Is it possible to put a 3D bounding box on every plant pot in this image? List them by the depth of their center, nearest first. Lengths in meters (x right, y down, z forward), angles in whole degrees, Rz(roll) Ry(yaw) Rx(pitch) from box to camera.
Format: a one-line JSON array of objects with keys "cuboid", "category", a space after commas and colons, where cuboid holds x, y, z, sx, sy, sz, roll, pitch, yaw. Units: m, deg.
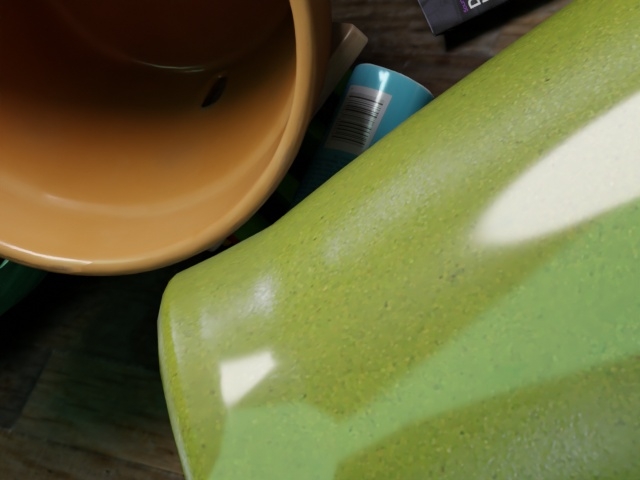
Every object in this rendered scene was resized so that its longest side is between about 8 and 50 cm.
[{"cuboid": [0.145, 0.056, 0.641, 0.353, 0.366, 0.366, -22, 45, 4], "category": "plant pot"}, {"cuboid": [-0.121, -0.152, 1.070, 0.291, 0.291, 0.203, -24, 18, 24], "category": "plant pot"}]

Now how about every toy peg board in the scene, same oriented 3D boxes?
[{"cuboid": [-0.034, -0.054, 1.176, 0.161, 0.079, 0.160, -54, 26, -9], "category": "toy peg board"}]

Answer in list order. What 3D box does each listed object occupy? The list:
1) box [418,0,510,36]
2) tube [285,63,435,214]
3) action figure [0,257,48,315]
[{"cuboid": [0.118, -0.211, 1.139, 0.162, 0.116, 0.029, -25, 1, 25], "category": "box"}, {"cuboid": [0.000, 0.000, 1.052, 0.080, 0.052, 0.207, 5, 66, 61], "category": "tube"}, {"cuboid": [-0.199, -0.009, 1.252, 0.232, 0.063, 0.137, -49, -2, 5], "category": "action figure"}]
